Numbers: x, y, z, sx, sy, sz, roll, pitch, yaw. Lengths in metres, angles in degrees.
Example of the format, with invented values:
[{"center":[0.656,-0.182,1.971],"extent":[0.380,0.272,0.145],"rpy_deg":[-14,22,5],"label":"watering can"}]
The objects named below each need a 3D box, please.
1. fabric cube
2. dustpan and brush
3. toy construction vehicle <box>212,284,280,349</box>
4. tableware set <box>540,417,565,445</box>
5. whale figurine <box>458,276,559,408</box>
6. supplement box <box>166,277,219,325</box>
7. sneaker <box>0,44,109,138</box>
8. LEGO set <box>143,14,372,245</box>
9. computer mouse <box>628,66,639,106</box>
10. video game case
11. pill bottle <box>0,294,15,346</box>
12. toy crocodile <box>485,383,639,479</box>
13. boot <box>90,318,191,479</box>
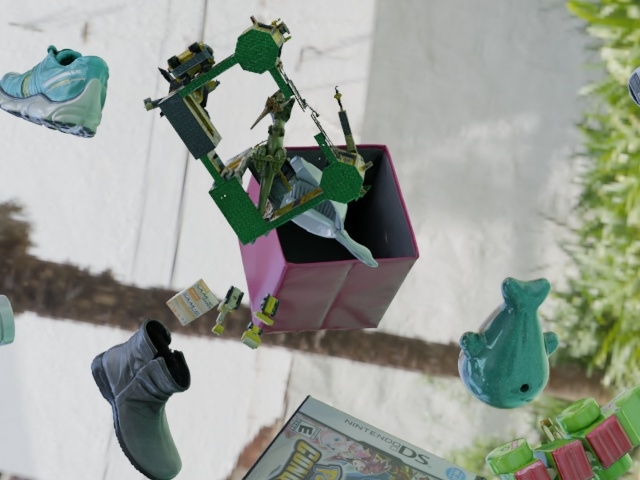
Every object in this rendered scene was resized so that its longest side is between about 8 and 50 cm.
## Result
[{"center":[0.000,0.000,2.104],"extent":[0.258,0.259,0.254],"rpy_deg":[115,147,-54],"label":"fabric cube"},{"center":[0.013,-0.033,1.808],"extent":[0.147,0.211,0.060],"rpy_deg":[-35,26,60],"label":"dustpan and brush"},{"center":[-0.114,0.115,1.726],"extent":[0.035,0.086,0.098],"rpy_deg":[-36,29,49],"label":"toy construction vehicle"},{"center":[0.459,0.404,2.267],"extent":[0.104,0.024,0.154],"rpy_deg":[52,-163,-14],"label":"tableware set"},{"center":[0.373,0.203,2.185],"extent":[0.141,0.216,0.272],"rpy_deg":[-122,41,-56],"label":"whale figurine"},{"center":[-0.260,0.126,2.318],"extent":[0.062,0.098,0.036],"rpy_deg":[54,-137,-3],"label":"supplement box"},{"center":[-0.349,-0.202,1.519],"extent":[0.107,0.275,0.110],"rpy_deg":[20,-92,-37],"label":"sneaker"},{"center":[-0.082,-0.166,1.672],"extent":[0.331,0.255,0.192],"rpy_deg":[49,-163,-12],"label":"LEGO set"},{"center":[0.564,-0.274,1.838],"extent":[0.106,0.042,0.193],"rpy_deg":[65,157,5],"label":"computer mouse"},{"center":[0.035,0.312,1.319],"extent":[0.275,0.248,0.035],"rpy_deg":[-46,-25,-53],"label":"video game case"},{"center":[-0.477,0.114,1.454],"extent":[0.160,0.087,0.087],"rpy_deg":[-9,-66,-32],"label":"pill bottle"},{"center":[0.353,0.314,1.630],"extent":[0.115,0.340,0.105],"rpy_deg":[64,160,0],"label":"toy crocodile"},{"center":[-0.361,0.358,2.512],"extent":[0.118,0.222,0.338],"rpy_deg":[-30,-90,-53],"label":"boot"}]
